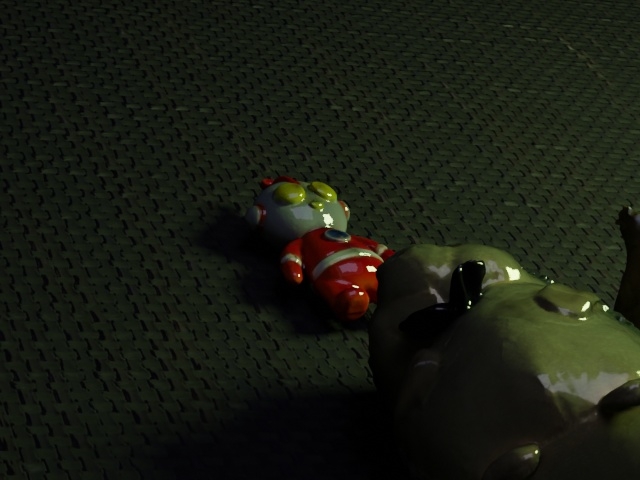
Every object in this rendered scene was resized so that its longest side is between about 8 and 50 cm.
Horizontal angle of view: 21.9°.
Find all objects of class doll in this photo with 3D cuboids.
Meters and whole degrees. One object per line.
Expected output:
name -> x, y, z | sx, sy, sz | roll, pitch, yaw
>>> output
doll -> 0.000, 0.000, 1.717 | 0.142, 0.076, 0.245 | -3, 37, -32
doll -> 0.155, 0.120, 1.404 | 0.247, 0.247, 0.349 | 6, 19, -18

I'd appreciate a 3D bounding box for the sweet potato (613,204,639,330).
sweet potato -> 0.344, 0.141, 1.447 | 0.158, 0.369, 0.158 | -15, 0, 0
